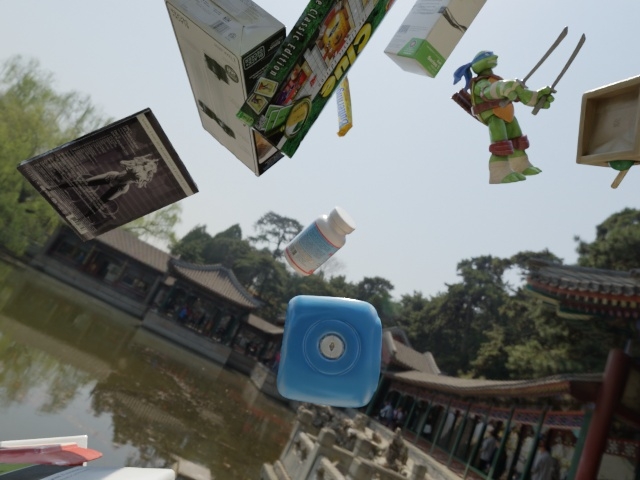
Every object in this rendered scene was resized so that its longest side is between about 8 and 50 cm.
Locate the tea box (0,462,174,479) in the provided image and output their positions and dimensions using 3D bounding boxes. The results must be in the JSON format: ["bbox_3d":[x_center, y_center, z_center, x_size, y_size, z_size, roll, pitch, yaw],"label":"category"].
[{"bbox_3d":[-0.283,0.243,0.182,0.323,0.220,0.329,1,-13,4],"label":"tea box"}]

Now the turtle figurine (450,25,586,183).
[{"bbox_3d":[0.407,-0.257,0.877,0.274,0.267,0.198,-8,12,16],"label":"turtle figurine"}]

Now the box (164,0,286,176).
[{"bbox_3d":[-0.139,-0.255,0.740,0.169,0.087,0.290,41,-20,16],"label":"box"}]

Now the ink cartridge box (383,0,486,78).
[{"bbox_3d":[0.284,-0.539,1.125,0.092,0.220,0.160,28,13,-32],"label":"ink cartridge box"}]

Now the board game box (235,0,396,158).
[{"bbox_3d":[0.011,-0.220,0.498,0.030,0.260,0.136,35,5,10],"label":"board game box"}]

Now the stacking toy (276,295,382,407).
[{"bbox_3d":[0.014,0.231,0.847,0.165,0.175,0.302,6,-25,1],"label":"stacking toy"}]

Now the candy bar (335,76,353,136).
[{"bbox_3d":[0.044,-0.260,0.849,0.018,0.162,0.040,23,-41,-31],"label":"candy bar"}]

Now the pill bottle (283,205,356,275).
[{"bbox_3d":[0.000,0.000,0.996,0.087,0.160,0.087,42,20,-19],"label":"pill bottle"}]

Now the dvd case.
[{"bbox_3d":[-0.338,-0.102,0.734,0.018,0.221,0.165,-114,-179,-49],"label":"dvd case"}]

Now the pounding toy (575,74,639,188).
[{"bbox_3d":[0.460,-0.154,0.666,0.100,0.141,0.130,3,3,-13],"label":"pounding toy"}]

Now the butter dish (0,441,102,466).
[{"bbox_3d":[-0.321,0.268,0.440,0.160,0.119,0.160,0,-21,-10],"label":"butter dish"}]

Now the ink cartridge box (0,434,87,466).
[{"bbox_3d":[-0.447,0.366,0.533,0.289,0.211,0.122,11,-47,-35],"label":"ink cartridge box"}]
